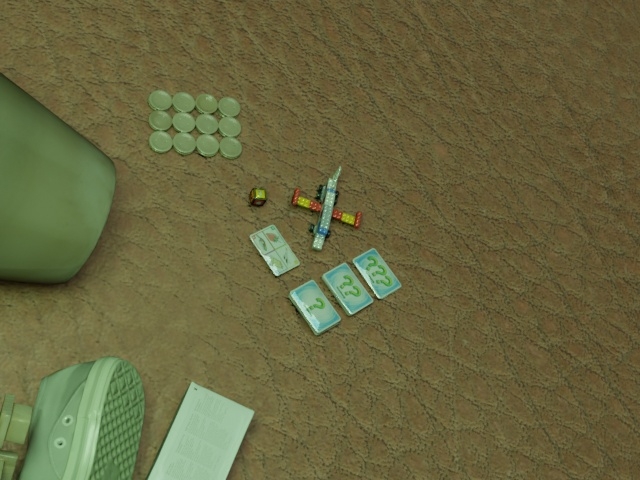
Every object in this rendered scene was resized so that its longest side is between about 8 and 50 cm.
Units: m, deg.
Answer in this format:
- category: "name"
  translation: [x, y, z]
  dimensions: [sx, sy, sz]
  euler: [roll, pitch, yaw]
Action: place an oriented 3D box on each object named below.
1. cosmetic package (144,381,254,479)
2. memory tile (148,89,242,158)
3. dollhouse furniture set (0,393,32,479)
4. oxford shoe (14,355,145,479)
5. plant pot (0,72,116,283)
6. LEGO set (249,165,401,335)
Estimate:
- category: "cosmetic package"
  translation: [-0.181, 0.317, 1.716]
  dimensions: [0.099, 0.060, 0.239]
  euler: [28, 59, -7]
- category: "memory tile"
  translation: [-0.195, -0.180, 1.993]
  dimensions: [0.148, 0.012, 0.113]
  euler: [4, 63, -18]
- category: "dollhouse furniture set"
  translation: [-0.453, 0.380, 1.405]
  dimensions: [0.174, 0.355, 0.303]
  euler: [15, 22, -14]
- category: "oxford shoe"
  translation: [-0.329, 0.346, 1.584]
  dimensions: [0.130, 0.169, 0.449]
  euler: [-5, 52, 18]
- category: "plant pot"
  translation: [-0.439, -0.073, 1.703]
  dimensions: [0.280, 0.323, 0.323]
  euler: [24, 57, -27]
- category: "LEGO set"
  translation: [0.000, 0.000, 1.949]
  dimensions: [0.182, 0.060, 0.244]
  euler: [-27, 76, -33]
